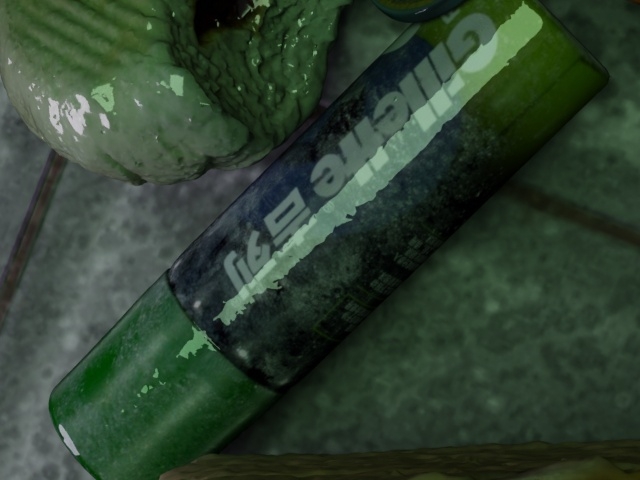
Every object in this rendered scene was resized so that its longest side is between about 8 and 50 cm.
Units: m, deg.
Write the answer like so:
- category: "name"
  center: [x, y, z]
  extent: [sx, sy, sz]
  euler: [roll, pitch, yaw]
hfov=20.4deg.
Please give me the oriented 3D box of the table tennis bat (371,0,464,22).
- category: "table tennis bat"
  center: [0.062, -0.173, 0.905]
  extent: [0.100, 0.019, 0.155]
  euler: [-29, 43, 33]

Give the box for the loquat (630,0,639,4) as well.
- category: "loquat"
  center: [0.185, -0.203, 0.814]
  extent: [0.208, 0.208, 0.208]
  euler: [-1, 86, 17]

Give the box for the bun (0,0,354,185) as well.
- category: "bun"
  center: [-0.061, -0.117, 0.926]
  extent: [0.212, 0.126, 0.204]
  euler: [-35, 52, 7]

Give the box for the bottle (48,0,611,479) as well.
- category: "bottle"
  center: [0.000, 0.000, 0.918]
  extent: [0.330, 0.093, 0.093]
  euler: [-45, 76, 10]

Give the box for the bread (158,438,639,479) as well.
- category: "bread"
  center: [0.094, 0.274, 0.770]
  extent: [0.390, 0.279, 0.371]
  euler: [-3, 84, 13]
